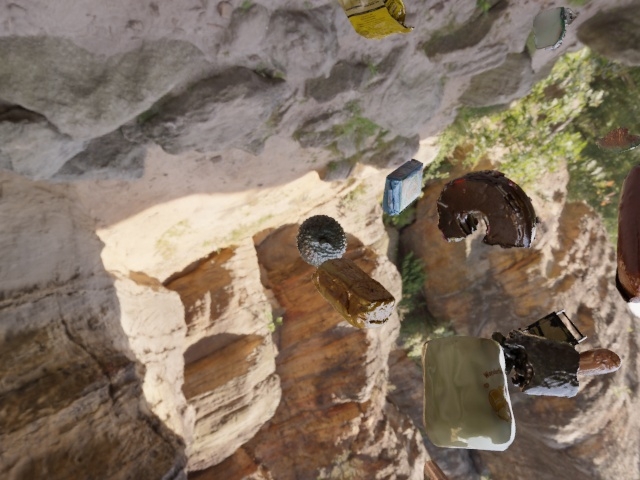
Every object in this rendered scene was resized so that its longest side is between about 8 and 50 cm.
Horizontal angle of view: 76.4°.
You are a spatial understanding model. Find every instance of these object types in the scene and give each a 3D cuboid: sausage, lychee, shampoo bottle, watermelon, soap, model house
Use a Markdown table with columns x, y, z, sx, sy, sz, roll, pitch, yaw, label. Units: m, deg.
| x | y | z | sx | sy | sz | roll | pitch | yaw | label |
| --- | --- | --- | --- | --- | --- | --- | --- | --- | --- |
| 0.951 | 0.426 | 1.421 | 0.086 | 0.086 | 0.289 | -23 | 156 | 6 | sausage |
| 0.000 | 0.000 | 1.945 | 0.255 | 0.255 | 0.274 | -21 | -168 | -9 | lychee |
| 0.597 | -0.023 | 0.742 | 0.102 | 0.102 | 0.330 | -32 | -159 | 54 | sausage |
| 0.475 | 0.974 | 1.590 | 0.076 | 0.118 | 0.314 | -4 | 170 | 0 | shampoo bottle |
| 1.000 | -0.333 | 1.358 | 0.101 | 0.080 | 0.155 | -16 | 178 | -10 | watermelon |
| 0.327 | -0.212 | 1.608 | 0.077 | 0.156 | 0.293 | 18 | -144 | 29 | soap |
| 0.693 | -0.619 | 1.193 | 0.100 | 0.101 | 0.087 | -16 | -166 | -31 | model house |

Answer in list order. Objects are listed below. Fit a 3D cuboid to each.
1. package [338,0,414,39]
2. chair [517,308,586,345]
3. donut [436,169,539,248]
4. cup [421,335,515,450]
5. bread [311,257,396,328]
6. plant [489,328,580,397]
| x | y | z | sx | sy | sz | roll | pitch | yaw | label |
| --- | --- | --- | --- | --- | --- | --- | --- | --- | --- |
| 0.077 | -0.335 | 0.584 | 0.071 | 0.047 | 0.131 | 7 | 157 | 38 | package |
| 0.908 | 0.371 | 1.599 | 0.260 | 0.155 | 0.141 | 0 | 142 | -45 | chair |
| 0.541 | -0.110 | 1.363 | 0.136 | 0.259 | 0.345 | -25 | -165 | -32 | donut |
| 0.304 | 0.332 | 0.871 | 0.173 | 0.202 | 0.255 | -2 | 154 | 11 | cup |
| 0.106 | 0.177 | 1.397 | 0.166 | 0.294 | 0.132 | -13 | 124 | -36 | bread |
| 0.678 | 0.400 | 1.325 | 0.276 | 0.189 | 0.199 | 9 | 178 | 19 | plant |
